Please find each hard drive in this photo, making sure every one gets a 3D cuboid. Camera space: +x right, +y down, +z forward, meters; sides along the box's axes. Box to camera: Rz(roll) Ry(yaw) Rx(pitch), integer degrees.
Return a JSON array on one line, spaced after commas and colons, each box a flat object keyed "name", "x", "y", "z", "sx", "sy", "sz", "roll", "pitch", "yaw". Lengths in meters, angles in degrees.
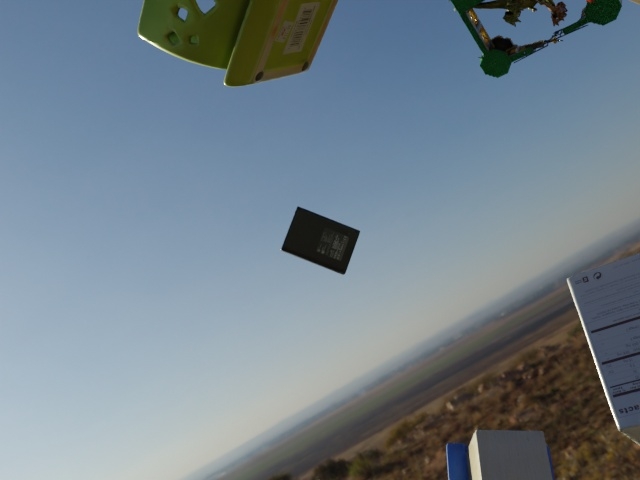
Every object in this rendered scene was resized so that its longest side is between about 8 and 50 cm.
[{"name": "hard drive", "x": 0.000, "y": 0.000, "z": 1.277, "sx": 0.022, "sy": 0.135, "sz": 0.094, "roll": 140, "pitch": 151, "yaw": -77}]

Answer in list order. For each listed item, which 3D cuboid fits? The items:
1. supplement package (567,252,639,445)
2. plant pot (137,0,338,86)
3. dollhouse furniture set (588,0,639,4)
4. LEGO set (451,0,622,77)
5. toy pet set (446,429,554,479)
[{"name": "supplement package", "x": 0.359, "y": 0.118, "z": 0.709, "sx": 0.105, "sy": 0.179, "sz": 0.105, "roll": -24, "pitch": -36, "yaw": 26}, {"name": "plant pot", "x": -0.105, "y": -0.367, "z": 0.983, "sx": 0.227, "sy": 0.207, "sz": 0.228, "roll": -31, "pitch": -27, "yaw": -52}, {"name": "dollhouse furniture set", "x": 0.289, "y": -0.364, "z": 0.655, "sx": 0.135, "sy": 0.258, "sz": 0.262, "roll": 15, "pitch": -30, "yaw": -10}, {"name": "LEGO set", "x": 0.417, "y": -0.496, "z": 1.264, "sx": 0.331, "sy": 0.255, "sz": 0.192, "roll": -31, "pitch": 23, "yaw": 43}, {"name": "toy pet set", "x": 0.095, "y": 0.166, "z": 0.354, "sx": 0.122, "sy": 0.114, "sz": 0.065, "roll": 1, "pitch": -39, "yaw": 3}]
